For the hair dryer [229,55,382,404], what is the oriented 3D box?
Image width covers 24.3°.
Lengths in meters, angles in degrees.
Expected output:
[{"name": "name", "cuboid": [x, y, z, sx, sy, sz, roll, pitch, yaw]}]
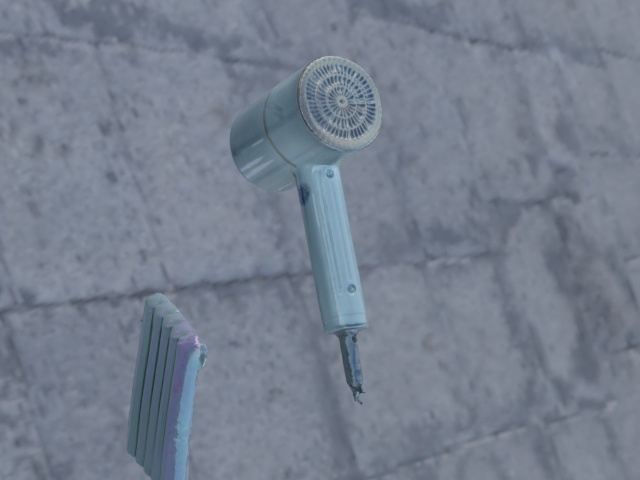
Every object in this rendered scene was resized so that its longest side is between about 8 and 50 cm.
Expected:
[{"name": "hair dryer", "cuboid": [0.000, 0.000, 1.574, 0.107, 0.173, 0.357, -2, 77, -31]}]

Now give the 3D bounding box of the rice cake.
[{"name": "rice cake", "cuboid": [-0.185, 0.184, 1.760, 0.037, 0.189, 0.198, 5, 104, -25]}]
